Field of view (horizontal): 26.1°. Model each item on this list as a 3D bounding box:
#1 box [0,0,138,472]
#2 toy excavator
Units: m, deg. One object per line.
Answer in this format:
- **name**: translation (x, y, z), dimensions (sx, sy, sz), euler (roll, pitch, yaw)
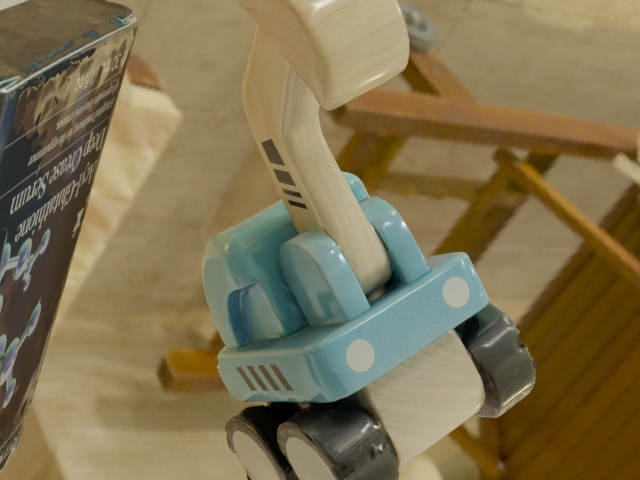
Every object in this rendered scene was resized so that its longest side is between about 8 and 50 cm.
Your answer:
- **box**: translation (-0.308, 0.013, 0.957), dimensions (0.211, 0.293, 0.396), euler (20, 109, 1)
- **toy excavator**: translation (0.000, 0.000, 1.196), dimensions (0.222, 0.445, 0.433), euler (-32, -173, -24)
